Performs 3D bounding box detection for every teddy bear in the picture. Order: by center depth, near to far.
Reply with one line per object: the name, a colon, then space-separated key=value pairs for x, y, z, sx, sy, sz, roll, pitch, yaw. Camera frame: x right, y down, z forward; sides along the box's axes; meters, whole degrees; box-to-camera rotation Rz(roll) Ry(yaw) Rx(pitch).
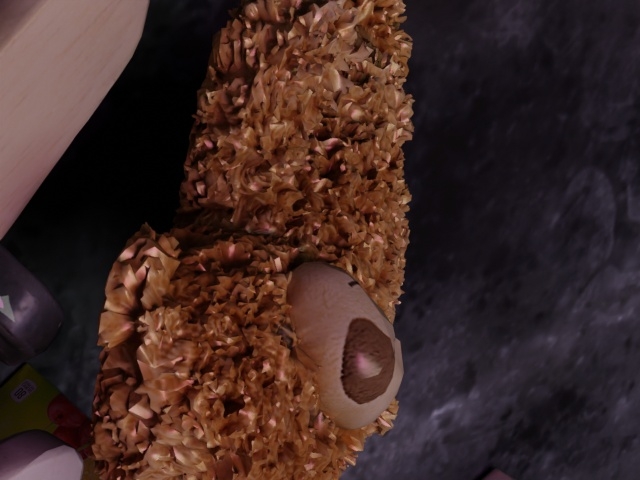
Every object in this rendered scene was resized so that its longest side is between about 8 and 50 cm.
teddy bear: x=0.000 y=0.000 z=0.881 sx=0.338 sy=0.113 sz=0.245 roll=-48 pitch=148 yaw=-74

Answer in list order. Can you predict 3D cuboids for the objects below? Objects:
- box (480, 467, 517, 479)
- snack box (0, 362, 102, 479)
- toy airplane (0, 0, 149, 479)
box: x=0.052 y=0.276 z=1.219 sx=0.275 sy=0.094 sz=0.113 roll=-40 pitch=136 yaw=-18
snack box: x=-0.151 y=0.183 z=0.905 sx=0.207 sy=0.174 sz=0.070 roll=-46 pitch=137 yaw=-11
toy airplane: x=-0.230 y=0.058 z=0.712 sx=0.384 sy=0.272 sz=0.386 roll=-62 pitch=169 yaw=25
